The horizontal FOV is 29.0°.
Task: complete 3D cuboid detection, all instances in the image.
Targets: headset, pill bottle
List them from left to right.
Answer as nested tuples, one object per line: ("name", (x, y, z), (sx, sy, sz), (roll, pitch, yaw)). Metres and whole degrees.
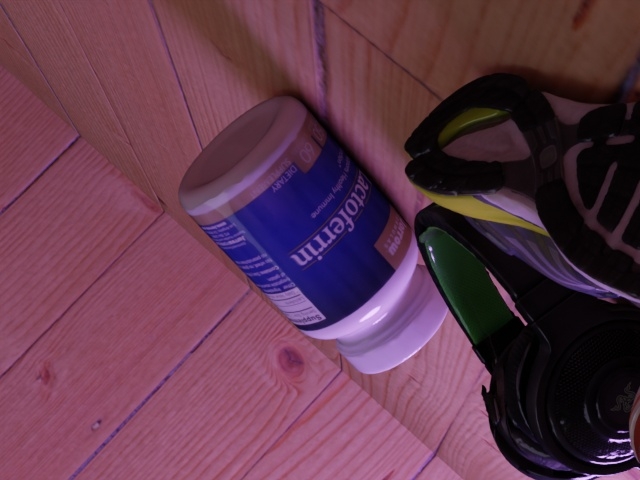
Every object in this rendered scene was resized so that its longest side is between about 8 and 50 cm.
("pill bottle", (0.000, 0.000, 1.210), (0.265, 0.153, 0.153), (47, 169, -21))
("headset", (0.187, 0.141, 0.987), (0.394, 0.185, 0.243), (53, 172, 11))

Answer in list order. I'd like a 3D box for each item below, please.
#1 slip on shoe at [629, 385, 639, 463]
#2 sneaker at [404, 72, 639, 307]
("slip on shoe", (0.304, 0.165, 0.612), (0.331, 0.123, 0.101), (26, -146, -8))
("sneaker", (0.173, -0.015, 0.710), (0.121, 0.111, 0.300), (38, 179, -32))
